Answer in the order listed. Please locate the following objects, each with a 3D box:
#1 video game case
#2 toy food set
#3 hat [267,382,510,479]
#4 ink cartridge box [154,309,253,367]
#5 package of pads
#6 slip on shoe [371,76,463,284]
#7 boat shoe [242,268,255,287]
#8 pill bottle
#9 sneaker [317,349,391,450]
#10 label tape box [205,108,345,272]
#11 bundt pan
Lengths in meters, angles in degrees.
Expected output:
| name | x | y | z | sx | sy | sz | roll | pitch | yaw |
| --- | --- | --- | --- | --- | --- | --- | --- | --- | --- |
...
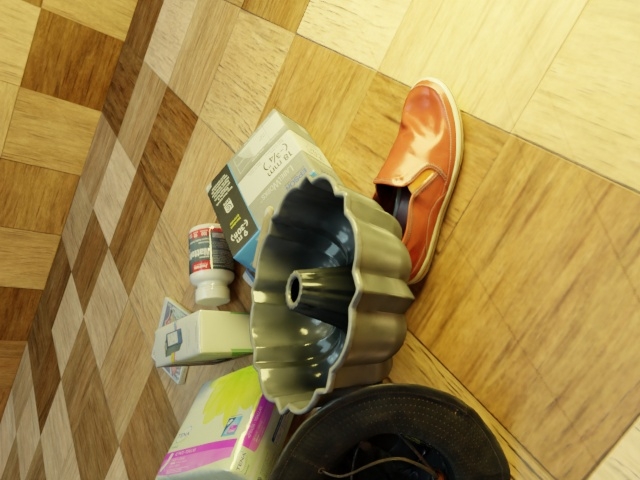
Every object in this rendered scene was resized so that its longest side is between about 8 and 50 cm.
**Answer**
| name | x | y | z | sx | sy | sz | roll | pitch | yaw |
| --- | --- | --- | --- | --- | --- | --- | --- | --- | --- |
| video game case | -0.405 | 0.271 | 1.401 | 0.201 | 0.023 | 0.184 | 17 | 94 | 50 |
| toy food set | 0.000 | 0.000 | 0.886 | 0.071 | 0.217 | 0.128 | -62 | -20 | -72 |
| hat | 0.072 | 0.319 | 0.679 | 0.134 | 0.331 | 0.332 | -124 | 52 | -77 |
| ink cartridge box | -0.253 | 0.223 | 1.132 | 0.212 | 0.154 | 0.093 | -23 | 66 | 43 |
| package of pads | -0.176 | 0.364 | 0.981 | 0.296 | 0.101 | 0.229 | -30 | 26 | 41 |
| slip on shoe | 0.139 | -0.097 | 0.792 | 0.123 | 0.101 | 0.332 | 12 | 90 | 52 |
| boat shoe | -0.101 | 0.089 | 1.056 | 0.183 | 0.066 | 0.066 | 36 | 99 | 43 |
| pill bottle | -0.261 | 0.060 | 1.219 | 0.108 | 0.107 | 0.180 | -28 | 61 | 43 |
| sneaker | 0.032 | 0.218 | 0.845 | 0.302 | 0.108 | 0.121 | 48 | 116 | 35 |
| label tape box | -0.078 | -0.068 | 1.003 | 0.240 | 0.105 | 0.334 | -45 | 49 | 18 |
| bundt pan | 0.015 | 0.077 | 0.721 | 0.330 | 0.124 | 0.331 | -33 | 52 | 56 |
